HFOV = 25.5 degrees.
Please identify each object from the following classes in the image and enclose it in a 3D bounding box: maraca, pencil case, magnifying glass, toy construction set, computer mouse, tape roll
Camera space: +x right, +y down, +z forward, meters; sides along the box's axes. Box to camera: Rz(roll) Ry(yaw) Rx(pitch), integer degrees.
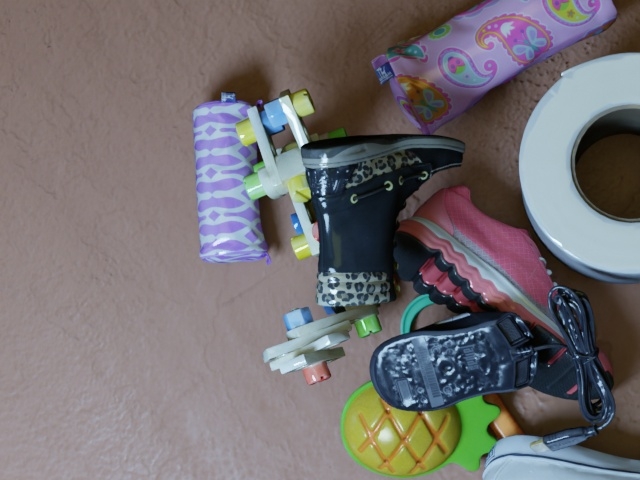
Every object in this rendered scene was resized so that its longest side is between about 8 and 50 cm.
[{"bbox_3d":[0.116,0.216,1.647,0.186,0.099,0.127,1,105,1],"label":"maraca"},{"bbox_3d":[0.206,-0.239,1.669,0.284,0.124,0.124,-30,80,6],"label":"pencil case"},{"bbox_3d":[0.179,0.163,1.679,0.092,0.026,0.231,-35,81,4],"label":"magnifying glass"},{"bbox_3d":[0.000,0.000,1.627,0.151,0.215,0.327,-8,83,9],"label":"toy construction set"},{"bbox_3d":[0.198,0.156,1.576,0.262,0.060,0.184,-19,102,19],"label":"computer mouse"},{"bbox_3d":[0.348,-0.076,1.603,0.246,0.169,0.246,-1,84,10],"label":"tape roll"},{"bbox_3d":[-0.109,-0.072,1.723,0.088,0.086,0.206,-1,85,-15],"label":"pencil case"}]

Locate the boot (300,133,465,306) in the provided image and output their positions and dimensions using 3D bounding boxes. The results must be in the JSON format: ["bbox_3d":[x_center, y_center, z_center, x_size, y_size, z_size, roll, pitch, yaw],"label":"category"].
[{"bbox_3d":[0.071,-0.027,1.550,0.085,0.236,0.178,3,98,43],"label":"boot"}]

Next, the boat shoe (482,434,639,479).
[{"bbox_3d":[0.351,0.321,1.547,0.367,0.135,0.156,11,44,11],"label":"boat shoe"}]

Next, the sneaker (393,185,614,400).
[{"bbox_3d":[0.232,0.053,1.640,0.314,0.116,0.136,41,60,-1],"label":"sneaker"}]
